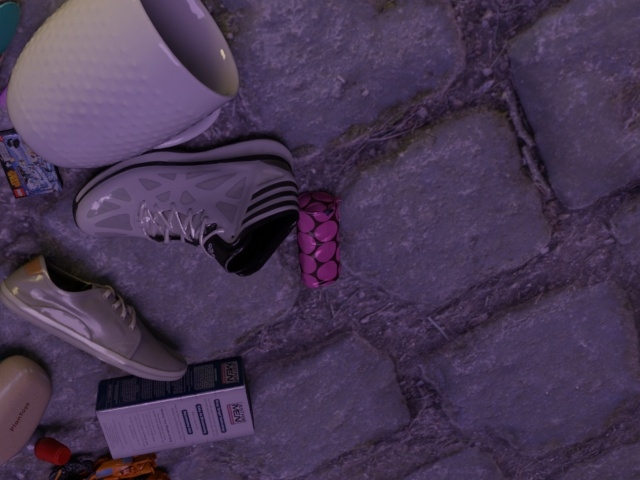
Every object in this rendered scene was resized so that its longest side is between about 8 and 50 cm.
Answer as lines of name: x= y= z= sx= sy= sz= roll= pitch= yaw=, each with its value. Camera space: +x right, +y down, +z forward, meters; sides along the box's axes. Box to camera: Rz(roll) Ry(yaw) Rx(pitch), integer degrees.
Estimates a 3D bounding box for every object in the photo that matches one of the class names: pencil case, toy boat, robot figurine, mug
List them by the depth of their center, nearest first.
mug: x=-0.325 y=-0.261 z=1.353 sx=0.328 sy=0.276 sz=0.374 roll=-29 pitch=155 yaw=19
pencil case: x=0.000 y=0.000 z=1.679 sx=0.098 sy=0.095 sz=0.209 roll=-16 pitch=129 yaw=-19
toy boat: x=-0.702 y=0.420 z=1.780 sx=0.148 sy=0.267 sz=0.318 roll=13 pitch=147 yaw=29
robot figurine: x=-0.547 y=0.627 z=2.008 sx=0.291 sy=0.085 sz=0.211 roll=-16 pitch=124 yaw=1

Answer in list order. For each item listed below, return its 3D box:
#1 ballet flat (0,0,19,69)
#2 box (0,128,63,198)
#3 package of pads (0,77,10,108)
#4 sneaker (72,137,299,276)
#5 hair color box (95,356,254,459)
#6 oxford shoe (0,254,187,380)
ballet flat: x=-0.589 y=-0.326 z=1.344 sx=0.077 sy=0.091 sz=0.241 roll=41 pitch=119 yaw=17
box: x=-0.562 y=-0.151 z=1.505 sx=0.094 sy=0.027 sz=0.137 roll=-11 pitch=125 yaw=-5
package of pads: x=-0.547 y=-0.254 z=1.434 sx=0.083 sy=0.032 sz=0.050 roll=35 pitch=113 yaw=-29
sneaker: x=-0.254 y=-0.044 z=1.483 sx=0.448 sy=0.257 sz=0.169 roll=-14 pitch=136 yaw=-1
hair color box: x=-0.343 y=0.403 z=1.878 sx=0.348 sy=0.105 sz=0.173 roll=-9 pitch=125 yaw=-4
oxford shoe: x=-0.458 y=0.172 z=1.678 sx=0.449 sy=0.169 sz=0.130 roll=35 pitch=90 yaw=-28
